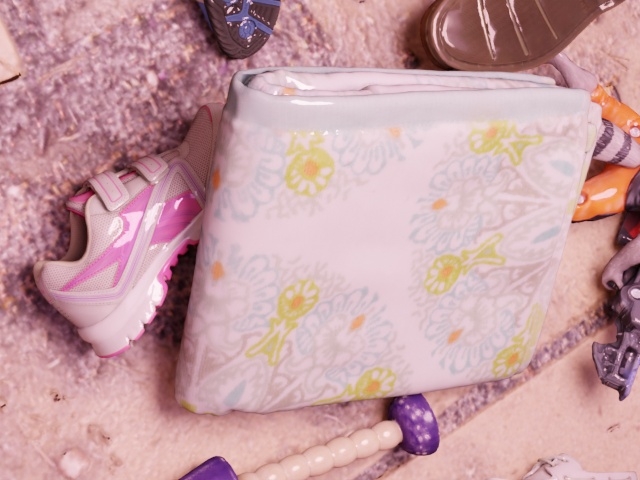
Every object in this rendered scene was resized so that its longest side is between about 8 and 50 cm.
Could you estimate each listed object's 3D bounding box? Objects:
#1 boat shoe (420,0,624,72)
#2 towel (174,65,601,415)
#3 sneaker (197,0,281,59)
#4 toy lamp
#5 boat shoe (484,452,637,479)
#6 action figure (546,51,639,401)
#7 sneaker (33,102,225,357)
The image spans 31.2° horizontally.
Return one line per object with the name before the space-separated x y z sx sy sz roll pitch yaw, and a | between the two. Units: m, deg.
boat shoe | 0.217 -0.248 1.188 0.307 0.104 0.111 -25 108 -24
towel | 0.066 0.004 1.036 0.374 0.090 0.321 -2 118 -27
sneaker | -0.096 -0.273 1.064 0.080 0.081 0.211 -24 116 -24
toy lamp | -0.019 0.214 1.081 0.274 0.080 0.080 -18 96 -23
boat shoe | 0.248 0.262 1.207 0.226 0.083 0.076 17 70 -34
action figure | 0.335 -0.021 1.185 0.330 0.178 0.341 20 68 -5
sneaker | -0.160 -0.027 1.011 0.111 0.103 0.252 37 74 -21
